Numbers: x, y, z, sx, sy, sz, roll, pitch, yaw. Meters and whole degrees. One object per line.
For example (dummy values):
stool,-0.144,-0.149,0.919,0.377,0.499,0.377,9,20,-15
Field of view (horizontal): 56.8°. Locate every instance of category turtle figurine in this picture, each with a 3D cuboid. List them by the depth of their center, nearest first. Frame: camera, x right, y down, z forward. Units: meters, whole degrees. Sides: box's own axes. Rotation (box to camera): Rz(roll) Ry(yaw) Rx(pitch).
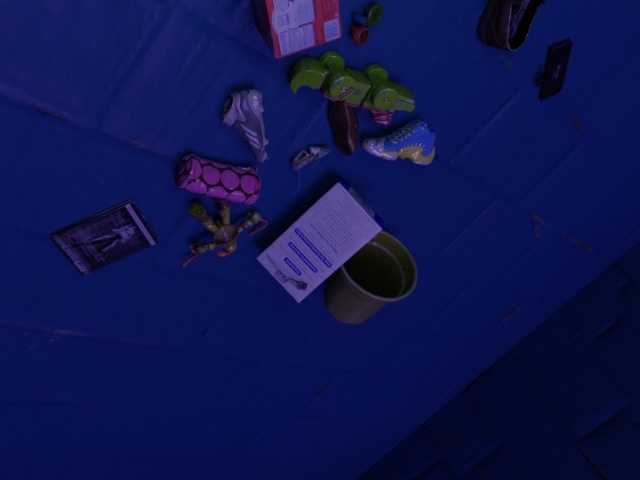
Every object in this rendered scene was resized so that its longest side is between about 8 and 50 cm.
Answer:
turtle figurine,-0.280,-0.024,1.612,0.269,0.087,0.217,-25,141,-5

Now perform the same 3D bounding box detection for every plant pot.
plant pot,0.134,0.138,1.932,0.276,0.276,0.254,-3,147,-29

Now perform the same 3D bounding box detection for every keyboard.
keyboard,0.676,-0.493,1.733,0.108,0.023,0.180,-26,141,-13

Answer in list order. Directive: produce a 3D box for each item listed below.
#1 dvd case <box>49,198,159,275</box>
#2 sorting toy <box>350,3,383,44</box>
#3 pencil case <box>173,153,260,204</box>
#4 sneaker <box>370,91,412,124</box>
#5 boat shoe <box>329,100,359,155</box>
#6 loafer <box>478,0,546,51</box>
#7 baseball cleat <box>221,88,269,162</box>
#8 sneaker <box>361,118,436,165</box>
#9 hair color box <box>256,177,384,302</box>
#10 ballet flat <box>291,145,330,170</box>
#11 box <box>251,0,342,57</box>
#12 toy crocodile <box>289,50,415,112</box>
dvd case,-0.551,-0.005,1.525,0.221,0.018,0.165,-24,140,-5
sorting toy,0.098,-0.504,1.363,0.102,0.042,0.061,-57,150,14
pencil case,-0.256,-0.156,1.482,0.209,0.095,0.098,10,101,-37
sneaker,0.192,-0.351,1.577,0.118,0.042,0.067,-21,137,2
boat shoe,0.067,-0.304,1.548,0.060,0.064,0.178,-50,149,-24
loafer,0.505,-0.617,1.407,0.133,0.130,0.366,-11,138,-21
baseball cleat,-0.182,-0.274,1.430,0.109,0.072,0.206,-6,133,-6
sneaker,0.226,-0.288,1.652,0.240,0.091,0.126,3,113,-33
hair color box,0.000,0.000,1.723,0.339,0.185,0.110,-42,-176,14
ballet flat,-0.029,-0.229,1.583,0.114,0.041,0.041,-29,141,-2
box,-0.064,-0.533,1.145,0.154,0.142,0.300,-22,140,-9
toy crocodile,0.085,-0.370,1.438,0.340,0.115,0.105,5,136,-32
